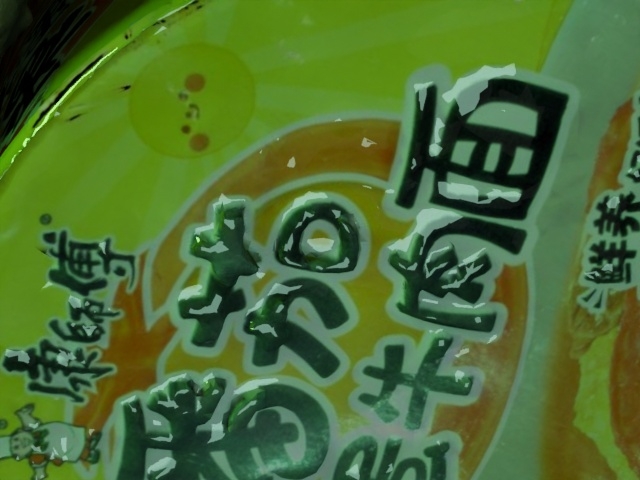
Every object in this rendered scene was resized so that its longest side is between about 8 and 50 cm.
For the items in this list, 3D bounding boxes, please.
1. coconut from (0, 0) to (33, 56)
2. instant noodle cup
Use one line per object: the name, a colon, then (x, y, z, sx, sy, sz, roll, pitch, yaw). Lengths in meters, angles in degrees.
coconut: (-0.149, -0.116, 0.432, 0.194, 0.194, 0.194, -7, 119, -12)
instant noodle cup: (0.000, 0.000, 0.521, 0.264, 0.200, 0.264, -7, 119, -12)
